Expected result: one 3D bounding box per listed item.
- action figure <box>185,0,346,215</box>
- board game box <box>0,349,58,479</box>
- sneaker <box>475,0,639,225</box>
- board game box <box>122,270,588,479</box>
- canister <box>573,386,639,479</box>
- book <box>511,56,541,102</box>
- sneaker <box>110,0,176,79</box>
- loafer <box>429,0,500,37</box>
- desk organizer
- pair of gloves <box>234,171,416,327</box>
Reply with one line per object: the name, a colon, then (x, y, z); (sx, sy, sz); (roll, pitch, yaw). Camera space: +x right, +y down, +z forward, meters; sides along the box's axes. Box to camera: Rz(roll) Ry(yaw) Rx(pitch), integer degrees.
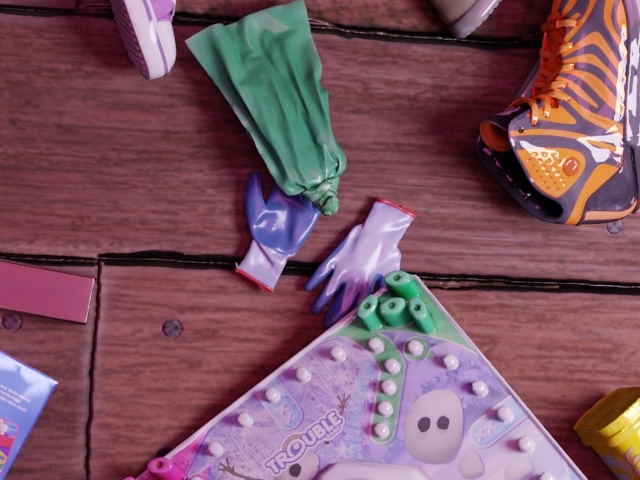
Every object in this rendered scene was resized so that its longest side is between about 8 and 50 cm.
action figure: (-0.036, -0.130, 1.813); (0.137, 0.063, 0.232); (-22, 76, -9)
board game box: (-0.461, 0.155, 1.654); (0.347, 0.078, 0.233); (34, 78, -27)
sneaker: (0.250, -0.171, 1.806); (0.180, 0.124, 0.321); (-11, 90, -18)
board game box: (0.042, 0.272, 1.676); (0.390, 0.050, 0.390); (-38, 61, -2)
canister: (0.357, 0.241, 1.807); (0.073, 0.126, 0.170); (-40, 92, -11)
book: (0.291, -0.187, 1.900); (0.096, 0.035, 0.144); (34, 78, -8)
sneaker: (-0.153, -0.317, 1.815); (0.161, 0.102, 0.282); (-11, 84, -13)
loafer: (0.199, -0.340, 1.871); (0.087, 0.094, 0.251); (38, 79, -7)
desk organizer: (-0.300, 0.051, 1.772); (0.130, 0.047, 0.050); (11, 84, -7)
pair of gloves: (0.000, 0.000, 1.836); (0.198, 0.023, 0.159); (27, 78, -5)
